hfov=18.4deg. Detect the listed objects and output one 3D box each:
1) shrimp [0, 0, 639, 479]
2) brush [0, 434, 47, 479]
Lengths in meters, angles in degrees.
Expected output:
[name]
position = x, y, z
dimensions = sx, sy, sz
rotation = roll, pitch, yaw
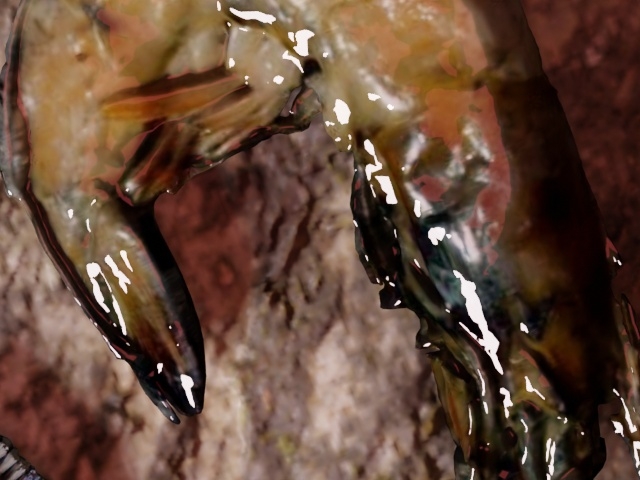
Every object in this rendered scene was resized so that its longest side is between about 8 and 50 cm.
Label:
[shrimp]
position = 0.000, 0.000, 0.836
dimensions = 0.233, 0.071, 0.364
rotation = -19, 99, 5
[brush]
position = -0.100, 0.140, 0.852
dimensions = 0.030, 0.033, 0.178
rotation = -45, 100, -15
